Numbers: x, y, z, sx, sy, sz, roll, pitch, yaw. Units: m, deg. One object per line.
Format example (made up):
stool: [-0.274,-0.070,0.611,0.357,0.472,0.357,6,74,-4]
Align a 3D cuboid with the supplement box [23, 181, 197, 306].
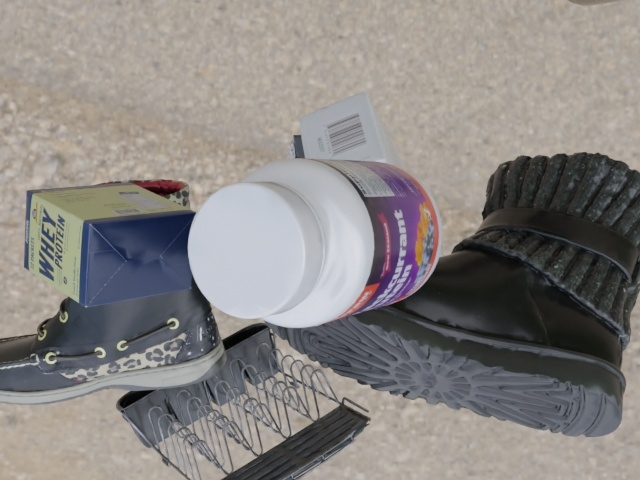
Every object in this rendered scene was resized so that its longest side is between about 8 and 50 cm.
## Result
supplement box: [-0.142,0.000,0.644,0.083,0.056,0.083,-8,-158,-43]

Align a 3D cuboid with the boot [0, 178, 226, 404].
boot: [-0.207,0.042,0.820,0.236,0.085,0.178,-5,113,1]

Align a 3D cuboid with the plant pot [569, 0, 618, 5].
plant pot: [0.369,-0.373,1.128,0.215,0.215,0.230,13,164,-16]

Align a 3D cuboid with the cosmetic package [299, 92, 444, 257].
cosmetic package: [0.064,-0.038,1.058,0.085,0.117,0.231,-21,135,11]

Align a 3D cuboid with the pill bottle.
pill bottle: [0.000,0.000,0.635,0.108,0.108,0.193,-18,175,27]

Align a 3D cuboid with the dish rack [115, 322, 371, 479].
dish rack: [-0.083,0.191,1.054,0.271,0.208,0.074,16,130,59]

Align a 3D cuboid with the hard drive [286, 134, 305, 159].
hard drive: [-0.013,0.016,1.389,0.064,0.237,0.339,-4,164,-6]

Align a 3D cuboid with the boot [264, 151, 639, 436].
boot: [0.136,0.019,0.901,0.348,0.260,0.131,17,149,3]
